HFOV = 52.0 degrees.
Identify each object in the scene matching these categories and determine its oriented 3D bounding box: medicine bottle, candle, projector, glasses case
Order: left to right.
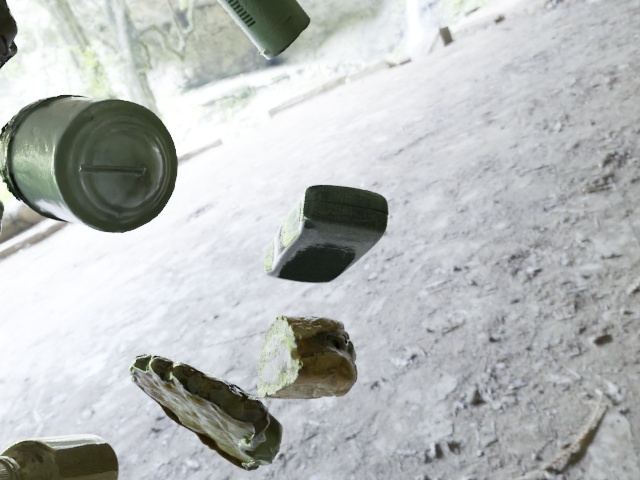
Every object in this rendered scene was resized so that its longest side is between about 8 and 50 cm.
[{"bbox_3d":[-0.390,0.331,0.908,0.114,0.114,0.252,-20,-17,10],"label":"medicine bottle"},{"bbox_3d":[-0.366,-0.124,1.069,0.343,0.221,0.221,14,41,43],"label":"candle"},{"bbox_3d":[-0.158,-0.461,1.076,0.108,0.337,0.108,-34,27,19],"label":"projector"},{"bbox_3d":[0.000,0.000,1.059,0.131,0.074,0.323,6,-19,-14],"label":"glasses case"}]

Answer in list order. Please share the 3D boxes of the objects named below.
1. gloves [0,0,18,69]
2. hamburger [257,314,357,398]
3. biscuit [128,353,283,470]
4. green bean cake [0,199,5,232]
[{"bbox_3d":[-0.387,-0.226,0.671,0.142,0.285,0.119,-4,24,-22],"label":"gloves"},{"bbox_3d":[-0.013,0.263,1.452,0.209,0.162,0.330,4,-26,-20],"label":"hamburger"},{"bbox_3d":[-0.158,0.287,1.069,0.335,0.329,0.078,-11,41,53],"label":"biscuit"},{"bbox_3d":[-0.712,-0.007,1.181,0.227,0.222,0.125,18,10,5],"label":"green bean cake"}]
